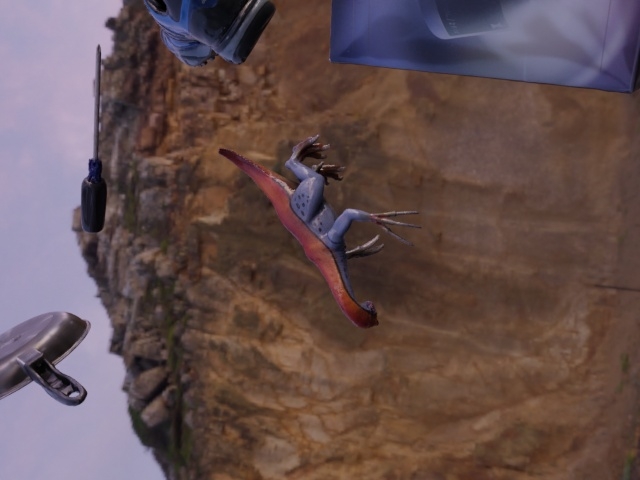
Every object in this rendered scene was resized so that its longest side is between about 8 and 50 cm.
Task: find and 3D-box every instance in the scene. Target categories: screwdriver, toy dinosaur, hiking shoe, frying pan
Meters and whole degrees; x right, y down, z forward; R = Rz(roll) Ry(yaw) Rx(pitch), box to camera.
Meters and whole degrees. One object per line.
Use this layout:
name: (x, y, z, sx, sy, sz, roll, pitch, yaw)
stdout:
screwdriver: (-0.190, -0.080, 0.661, 0.025, 0.024, 0.169, -62, -15, -56)
toy dinosaur: (0.000, 0.000, 0.348, 0.047, 0.090, 0.082, 72, -162, -61)
hiking shoe: (-0.157, -0.294, 0.970, 0.132, 0.304, 0.113, 34, -95, -25)
frying pan: (-0.381, 0.165, 0.974, 0.053, 0.197, 0.326, 62, 173, -16)

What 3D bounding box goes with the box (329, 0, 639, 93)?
box: (0.177, -0.306, 0.722, 0.183, 0.294, 0.296, -31, -53, -55)
